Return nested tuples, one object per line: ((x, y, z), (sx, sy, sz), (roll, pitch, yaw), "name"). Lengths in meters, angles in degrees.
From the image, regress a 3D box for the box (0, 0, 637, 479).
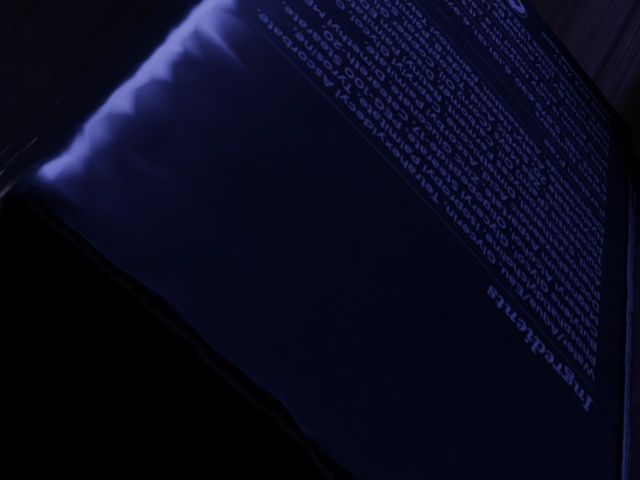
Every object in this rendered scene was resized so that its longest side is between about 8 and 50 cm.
((-0.096, 0.075, 0.632), (0.480, 0.297, 0.472), (-35, 18, 31), "box")
